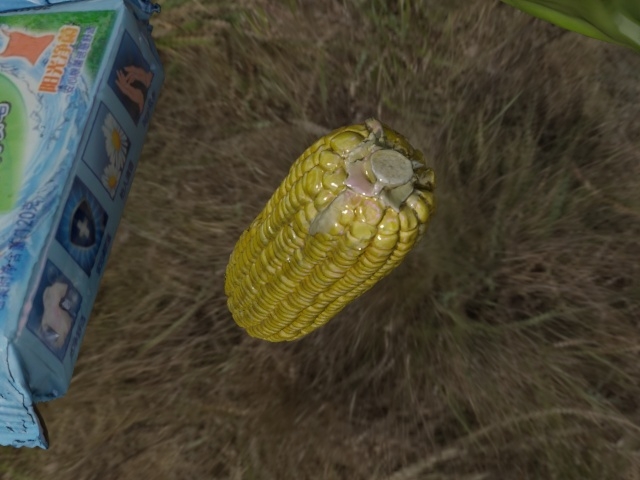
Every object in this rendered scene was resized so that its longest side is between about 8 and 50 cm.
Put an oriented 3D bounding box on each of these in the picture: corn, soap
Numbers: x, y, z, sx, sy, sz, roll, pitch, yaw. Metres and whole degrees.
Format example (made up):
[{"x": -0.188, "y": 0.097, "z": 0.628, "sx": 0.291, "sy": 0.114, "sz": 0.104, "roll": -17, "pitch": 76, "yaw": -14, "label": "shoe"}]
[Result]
[{"x": 0.000, "y": 0.000, "z": 0.722, "sx": 0.080, "sy": 0.238, "sz": 0.080, "roll": 6, "pitch": 71, "yaw": -17, "label": "corn"}, {"x": -0.189, "y": -0.031, "z": 0.733, "sx": 0.156, "sy": 0.077, "sz": 0.293, "roll": -2, "pitch": 56, "yaw": 18, "label": "soap"}]

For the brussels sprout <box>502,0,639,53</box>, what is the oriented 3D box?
[{"x": 0.200, "y": -0.200, "z": 0.543, "sx": 0.355, "sy": 0.289, "sz": 0.281, "roll": 40, "pitch": 113, "yaw": 32, "label": "brussels sprout"}]
